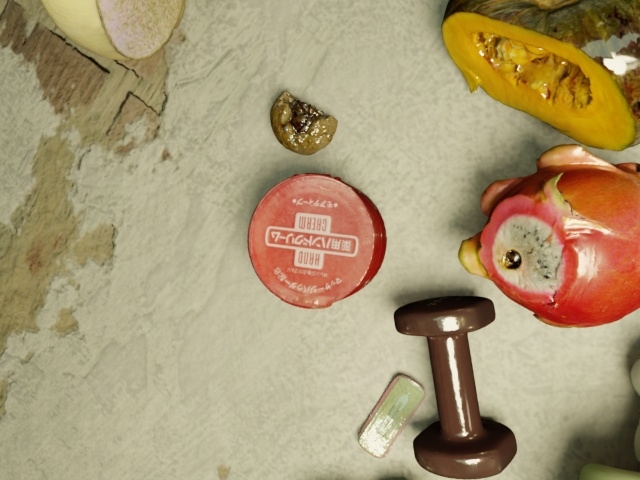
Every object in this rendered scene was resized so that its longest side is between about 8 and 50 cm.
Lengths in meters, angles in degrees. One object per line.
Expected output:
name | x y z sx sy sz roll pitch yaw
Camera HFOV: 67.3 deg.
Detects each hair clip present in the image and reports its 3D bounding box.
hair clip | 0.109 0.269 0.738 0.054 0.022 0.137 32 99 14

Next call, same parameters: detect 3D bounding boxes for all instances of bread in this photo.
bread | -0.034 -0.181 0.759 0.113 0.060 0.082 28 96 14

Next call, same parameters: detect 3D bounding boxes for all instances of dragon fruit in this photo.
dragon fruit | 0.306 -0.003 0.576 0.224 0.227 0.224 4 95 53

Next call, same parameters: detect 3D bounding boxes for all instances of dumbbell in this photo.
dumbbell | 0.181 0.190 0.655 0.124 0.140 0.225 -9 87 39

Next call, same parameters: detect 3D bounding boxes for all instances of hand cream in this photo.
hand cream | 0.000 0.000 0.717 0.193 0.125 0.193 0 91 19

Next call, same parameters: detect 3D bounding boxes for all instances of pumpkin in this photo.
pumpkin | 0.296 -0.225 0.571 0.139 0.222 0.317 -49 48 3

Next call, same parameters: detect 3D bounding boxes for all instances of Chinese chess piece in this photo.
Chinese chess piece | -0.303 -0.415 0.732 0.112 0.270 0.270 20 97 5

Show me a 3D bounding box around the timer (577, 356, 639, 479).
timer | 0.437 0.254 0.539 0.290 0.291 0.315 9 70 17
